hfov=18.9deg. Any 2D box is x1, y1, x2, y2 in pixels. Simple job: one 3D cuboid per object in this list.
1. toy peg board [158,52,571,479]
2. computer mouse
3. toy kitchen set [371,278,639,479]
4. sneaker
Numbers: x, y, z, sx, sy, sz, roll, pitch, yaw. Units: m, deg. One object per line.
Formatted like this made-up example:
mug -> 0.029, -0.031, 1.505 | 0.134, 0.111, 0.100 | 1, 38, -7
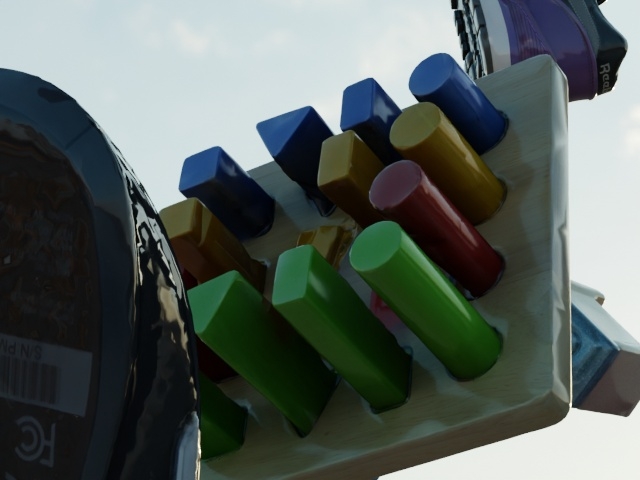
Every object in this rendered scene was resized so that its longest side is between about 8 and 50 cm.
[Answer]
toy peg board -> 0.000, 0.000, 0.687 | 0.161, 0.160, 0.079 | -20, -46, 27
computer mouse -> -0.102, 0.087, 0.509 | 0.184, 0.262, 0.060 | 3, 5, 37
toy kitchen set -> 0.057, 0.090, 1.069 | 0.122, 0.166, 0.207 | 15, -65, -44
sneaker -> 0.162, -0.216, 1.485 | 0.124, 0.283, 0.107 | -5, -31, -5
